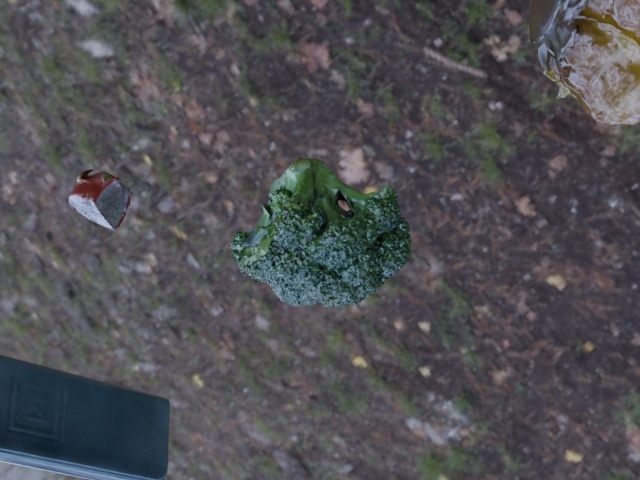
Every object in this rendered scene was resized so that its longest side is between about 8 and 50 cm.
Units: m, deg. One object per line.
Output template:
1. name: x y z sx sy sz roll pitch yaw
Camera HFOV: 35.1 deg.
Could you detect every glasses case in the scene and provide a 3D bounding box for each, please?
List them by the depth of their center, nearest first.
1. glasses case: -0.255 0.147 0.891 0.266 0.056 0.105 21 -154 -34

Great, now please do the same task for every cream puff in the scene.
1. cream puff: 0.272 -0.224 0.884 0.241 0.154 0.269 131 145 -74

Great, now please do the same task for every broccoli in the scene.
1. broccoli: 0.000 0.000 1.085 0.195 0.195 0.156 110 142 -64

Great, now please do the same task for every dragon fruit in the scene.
1. dragon fruit: -0.275 -0.057 1.250 0.060 0.056 0.083 18 162 23
